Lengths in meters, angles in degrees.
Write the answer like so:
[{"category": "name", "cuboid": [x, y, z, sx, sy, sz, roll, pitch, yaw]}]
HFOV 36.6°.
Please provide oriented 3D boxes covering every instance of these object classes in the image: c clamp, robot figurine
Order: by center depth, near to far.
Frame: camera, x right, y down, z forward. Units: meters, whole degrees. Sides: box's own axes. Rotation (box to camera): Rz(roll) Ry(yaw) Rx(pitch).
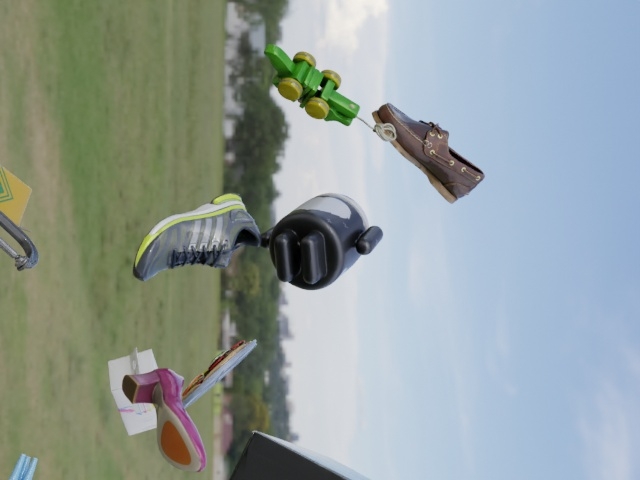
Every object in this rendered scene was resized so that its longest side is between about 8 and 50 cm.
[{"category": "c clamp", "cuboid": [-0.436, -0.012, 1.291, 0.160, 0.022, 0.137, 47, 5, -31]}, {"category": "robot figurine", "cuboid": [-0.002, -0.002, 2.026, 0.173, 0.209, 0.278, -54, 172, 28]}]

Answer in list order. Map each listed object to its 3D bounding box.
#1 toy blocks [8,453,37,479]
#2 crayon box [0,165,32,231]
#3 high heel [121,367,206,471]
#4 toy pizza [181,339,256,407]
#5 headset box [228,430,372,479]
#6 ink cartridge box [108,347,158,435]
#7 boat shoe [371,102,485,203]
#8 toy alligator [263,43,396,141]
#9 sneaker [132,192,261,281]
[{"category": "toy blocks", "cuboid": [-0.466, 0.361, 1.344, 0.054, 0.123, 0.148, 135, -26, -66]}, {"category": "crayon box", "cuboid": [-0.649, -0.110, 1.694, 0.318, 0.202, 0.081, 65, 39, -72]}, {"category": "high heel", "cuboid": [-0.221, 0.288, 1.570, 0.244, 0.117, 0.082, 32, -69, 45]}, {"category": "toy pizza", "cuboid": [-0.208, 0.258, 1.914, 0.032, 0.201, 0.201, 48, -10, 5]}, {"category": "headset box", "cuboid": [-0.035, 0.364, 1.082, 0.246, 0.131, 0.283, -64, 156, -8]}, {"category": "ink cartridge box", "cuboid": [-0.353, 0.287, 1.875, 0.092, 0.090, 0.143, -116, -168, -54]}, {"category": "boat shoe", "cuboid": [0.164, -0.142, 1.453, 0.073, 0.207, 0.073, -36, -147, 24]}, {"category": "toy alligator", "cuboid": [0.003, -0.166, 1.154, 0.051, 0.190, 0.056, -29, -147, 55]}, {"category": "sneaker", "cuboid": [-0.240, 0.007, 1.920, 0.121, 0.300, 0.111, 44, -38, 21]}]
